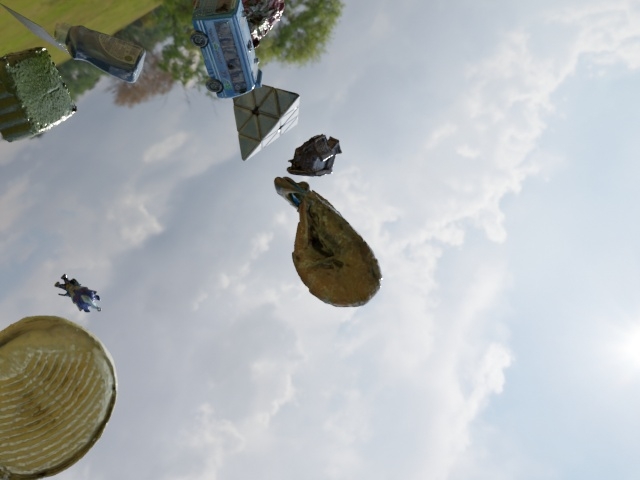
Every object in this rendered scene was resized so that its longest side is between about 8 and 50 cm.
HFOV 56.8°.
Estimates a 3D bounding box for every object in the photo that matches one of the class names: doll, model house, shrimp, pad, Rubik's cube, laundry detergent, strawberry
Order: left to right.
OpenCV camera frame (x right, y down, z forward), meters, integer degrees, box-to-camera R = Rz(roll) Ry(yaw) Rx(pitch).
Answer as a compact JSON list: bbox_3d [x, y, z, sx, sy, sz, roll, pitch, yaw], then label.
[{"bbox_3d":[-0.935,-0.693,1.955,0.004,0.164,0.243,-60,178,-4],"label":"pad"},{"bbox_3d":[-0.913,0.208,2.247,0.096,0.195,0.070,-55,-156,-21],"label":"doll"},{"bbox_3d":[-0.736,-0.628,1.951,0.094,0.290,0.143,126,-21,-51],"label":"laundry detergent"},{"bbox_3d":[-0.262,-0.723,1.793,0.274,0.274,0.220,-33,-122,-3],"label":"strawberry"},{"bbox_3d":[-0.189,-0.448,2.093,0.229,0.228,0.233,-9,-141,-4],"label":"Rubik's cube"},{"bbox_3d":[-0.014,-0.322,2.187,0.141,0.164,0.203,19,-157,26],"label":"model house"},{"bbox_3d":[0.000,0.000,1.646,0.221,0.110,0.445,-26,-112,-19],"label":"shrimp"}]

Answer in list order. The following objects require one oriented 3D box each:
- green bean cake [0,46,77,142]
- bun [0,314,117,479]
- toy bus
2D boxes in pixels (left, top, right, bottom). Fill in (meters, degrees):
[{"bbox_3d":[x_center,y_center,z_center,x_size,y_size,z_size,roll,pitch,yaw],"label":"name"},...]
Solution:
[{"bbox_3d":[-0.932,-0.460,1.860,0.157,0.246,0.249,-8,-151,20],"label":"green bean cake"},{"bbox_3d":[-0.659,0.347,1.354,0.364,0.364,0.202,-43,-158,-20],"label":"bun"},{"bbox_3d":[-0.233,-0.478,1.469,0.134,0.246,0.113,-3,-128,8],"label":"toy bus"}]
